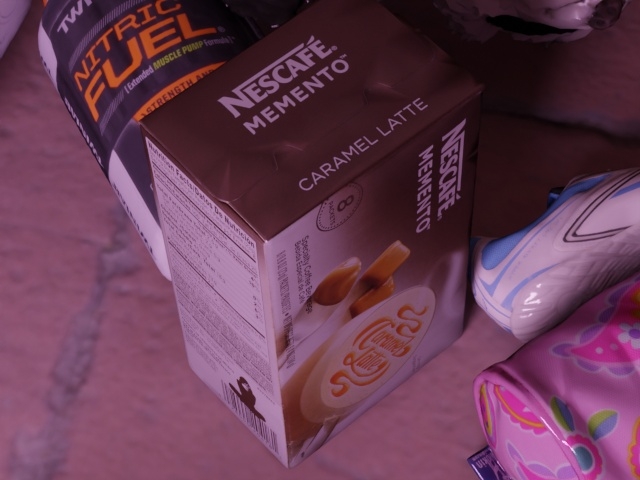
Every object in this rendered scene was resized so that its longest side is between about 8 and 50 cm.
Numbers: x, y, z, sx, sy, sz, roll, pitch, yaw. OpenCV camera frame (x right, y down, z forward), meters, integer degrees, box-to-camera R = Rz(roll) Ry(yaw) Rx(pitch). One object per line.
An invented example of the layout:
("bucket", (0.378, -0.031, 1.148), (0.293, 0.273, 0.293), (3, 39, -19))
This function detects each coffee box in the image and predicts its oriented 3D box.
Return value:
("coffee box", (0.000, 0.000, 0.865), (0.141, 0.246, 0.098), (-37, 63, -20))

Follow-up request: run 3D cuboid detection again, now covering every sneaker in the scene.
("sneaker", (0.194, -0.019, 0.971), (0.237, 0.085, 0.086), (-25, 52, -17))

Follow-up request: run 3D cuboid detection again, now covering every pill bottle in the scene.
("pill bottle", (-0.093, -0.098, 1.002), (0.130, 0.130, 0.246), (-25, 59, -14))

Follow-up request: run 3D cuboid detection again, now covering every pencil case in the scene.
("pencil case", (0.221, 0.061, 0.900), (0.284, 0.124, 0.124), (-30, 61, -15))

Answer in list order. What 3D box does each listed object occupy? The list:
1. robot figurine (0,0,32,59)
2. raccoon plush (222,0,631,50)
("robot figurine", (-0.288, -0.129, 0.987), (0.173, 0.209, 0.278), (24, 73, 9))
("raccoon plush", (0.055, -0.308, 1.010), (0.299, 0.216, 0.446), (0, 64, -41))
